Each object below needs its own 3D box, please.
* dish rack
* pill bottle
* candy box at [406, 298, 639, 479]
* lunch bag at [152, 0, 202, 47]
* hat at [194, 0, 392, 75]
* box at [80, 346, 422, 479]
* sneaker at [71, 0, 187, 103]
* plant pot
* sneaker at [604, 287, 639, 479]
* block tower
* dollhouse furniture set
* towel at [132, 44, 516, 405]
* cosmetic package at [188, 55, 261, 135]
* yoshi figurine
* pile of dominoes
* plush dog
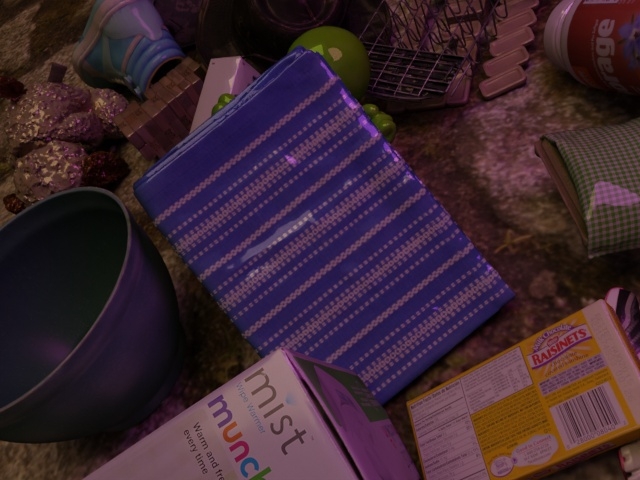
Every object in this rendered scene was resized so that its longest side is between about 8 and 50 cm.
[{"bbox_3d":[0.159,-0.298,0.861,0.208,0.074,0.272,23,78,39],"label":"dish rack"},{"bbox_3d":[0.335,-0.215,0.657,0.121,0.121,0.216,-36,24,0],"label":"pill bottle"},{"bbox_3d":[0.165,0.143,0.516,0.206,0.027,0.105,-37,39,29],"label":"candy box"},{"bbox_3d":[-0.266,-0.551,1.268,0.256,0.212,0.305,-42,42,18],"label":"lunch bag"},{"bbox_3d":[-0.057,-0.358,0.941,0.331,0.134,0.331,-2,73,7],"label":"hat"},{"bbox_3d":[-0.055,0.204,0.466,0.231,0.262,0.127,-35,70,3],"label":"box"},{"bbox_3d":[-0.357,-0.314,1.186,0.127,0.208,0.319,-36,4,-30],"label":"sneaker"},{"bbox_3d":[-0.284,0.112,0.736,0.293,0.196,0.293,-17,47,19],"label":"plant pot"},{"bbox_3d":[0.270,0.115,0.501,0.074,0.063,0.170,-8,53,21],"label":"sneaker"},{"bbox_3d":[-0.187,-0.270,1.062,0.335,0.091,0.097,-41,46,-6],"label":"block tower"},{"bbox_3d":[0.325,-0.053,0.500,0.197,0.151,0.302,-7,47,-1],"label":"dollhouse furniture set"},{"bbox_3d":[0.000,0.000,0.621,0.243,0.040,0.336,-39,87,-2],"label":"towel"},{"bbox_3d":[-0.131,-0.121,0.856,0.060,0.099,0.239,5,76,34],"label":"cosmetic package"},{"bbox_3d":[-0.017,-0.126,0.760,0.203,0.203,0.362,-11,54,23],"label":"yoshi figurine"},{"bbox_3d":[0.212,-0.283,0.890,0.196,0.040,0.251,1,64,31],"label":"pile of dominoes"},{"bbox_3d":[-0.467,-0.155,1.089,0.262,0.210,0.225,-24,69,11],"label":"plush dog"}]
